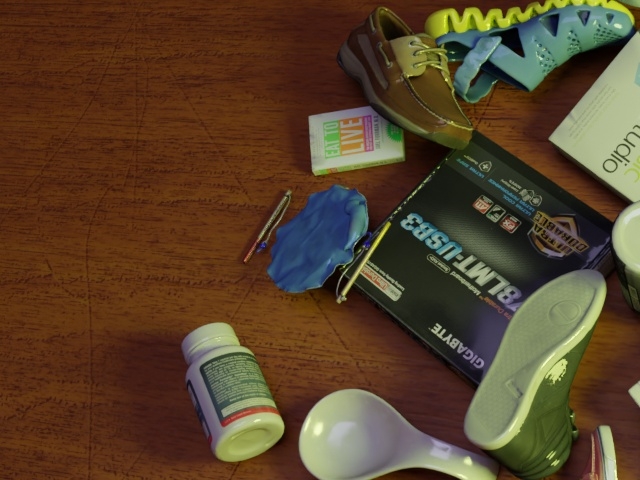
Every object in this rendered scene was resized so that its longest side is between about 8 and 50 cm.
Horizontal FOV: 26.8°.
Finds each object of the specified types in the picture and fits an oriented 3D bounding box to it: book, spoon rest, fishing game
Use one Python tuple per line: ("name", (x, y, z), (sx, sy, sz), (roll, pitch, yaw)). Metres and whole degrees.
("book", (0.057, -0.155, 2.076), (0.144, 0.035, 0.096), (-9, 65, 13))
("spoon rest", (0.097, 0.279, 1.802), (0.276, 0.084, 0.137), (11, 68, 23))
("fishing game", (0.000, 0.000, 1.973), (0.264, 0.041, 0.189), (14, 69, 51))

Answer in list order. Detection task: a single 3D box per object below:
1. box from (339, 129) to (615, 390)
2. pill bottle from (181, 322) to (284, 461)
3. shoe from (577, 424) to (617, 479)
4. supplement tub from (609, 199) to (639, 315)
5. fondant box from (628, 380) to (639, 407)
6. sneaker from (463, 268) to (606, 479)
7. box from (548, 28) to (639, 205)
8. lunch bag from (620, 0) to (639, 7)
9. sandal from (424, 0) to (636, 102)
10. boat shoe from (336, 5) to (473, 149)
("box", (0.227, 0.028, 1.896), (0.293, 0.073, 0.295), (-45, 58, -8))
("pill bottle", (-0.130, 0.210, 1.903), (0.108, 0.108, 0.180), (-28, 58, 4))
("shoe", (0.336, 0.322, 1.705), (0.081, 0.063, 0.178), (-5, 66, 12))
("supplement tub", (0.443, 0.033, 1.745), (0.117, 0.190, 0.117), (-8, 62, 16))
("fondant box", (0.569, 0.236, 1.617), (0.238, 0.096, 0.330), (-44, 56, 13))
("sneaker", (0.299, 0.181, 1.757), (0.104, 0.147, 0.296), (13, 59, 42))
("box", (0.508, -0.136, 1.863), (0.322, 0.058, 0.232), (41, 95, 30))
("lunch bag", (0.474, -0.449, 1.971), (0.224, 0.108, 0.279), (-30, 29, -5))
("sandal", (0.312, -0.282, 2.007), (0.317, 0.126, 0.138), (-7, 71, 23))
("boat shoe", (0.128, -0.251, 1.992), (0.120, 0.122, 0.324), (-62, 39, 21))
